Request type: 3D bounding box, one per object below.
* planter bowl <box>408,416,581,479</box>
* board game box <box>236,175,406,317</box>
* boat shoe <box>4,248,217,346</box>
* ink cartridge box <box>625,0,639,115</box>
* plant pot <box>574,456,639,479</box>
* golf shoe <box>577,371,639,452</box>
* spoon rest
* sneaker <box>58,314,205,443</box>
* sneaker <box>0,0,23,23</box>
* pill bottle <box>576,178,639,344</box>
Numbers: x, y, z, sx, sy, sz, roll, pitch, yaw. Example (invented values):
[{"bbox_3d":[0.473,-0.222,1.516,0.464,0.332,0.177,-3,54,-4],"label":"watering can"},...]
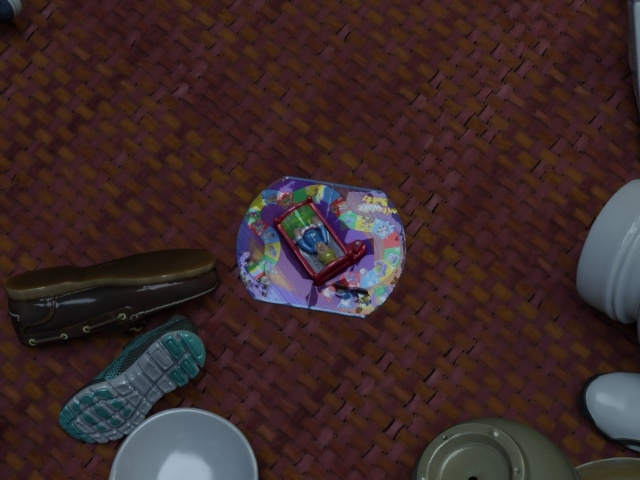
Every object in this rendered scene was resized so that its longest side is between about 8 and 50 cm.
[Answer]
[{"bbox_3d":[0.145,0.224,1.298,0.162,0.109,0.162,-9,61,16],"label":"planter bowl"},{"bbox_3d":[0.000,0.000,1.444,0.168,0.033,0.133,10,73,6],"label":"board game box"},{"bbox_3d":[-0.198,0.056,1.424,0.206,0.073,0.073,-8,109,4],"label":"boat shoe"},{"bbox_3d":[0.380,-0.158,1.450,0.145,0.045,0.179,-6,108,1],"label":"ink cartridge box"},{"bbox_3d":[0.277,0.315,1.325,0.236,0.032,0.236,-1,71,2],"label":"plant pot"},{"bbox_3d":[0.333,0.165,1.339,0.198,0.094,0.077,21,76,11],"label":"golf shoe"},{"bbox_3d":[-0.147,0.284,1.333,0.137,0.084,0.276,17,74,8],"label":"spoon rest"},{"bbox_3d":[-0.176,0.130,1.402,0.166,0.076,0.065,-33,111,12],"label":"sneaker"},{"bbox_3d":[-0.430,-0.223,1.506,0.226,0.086,0.163,17,63,19],"label":"sneaker"},{"bbox_3d":[0.393,0.065,1.297,0.318,0.176,0.176,28,75,32],"label":"pill bottle"}]
